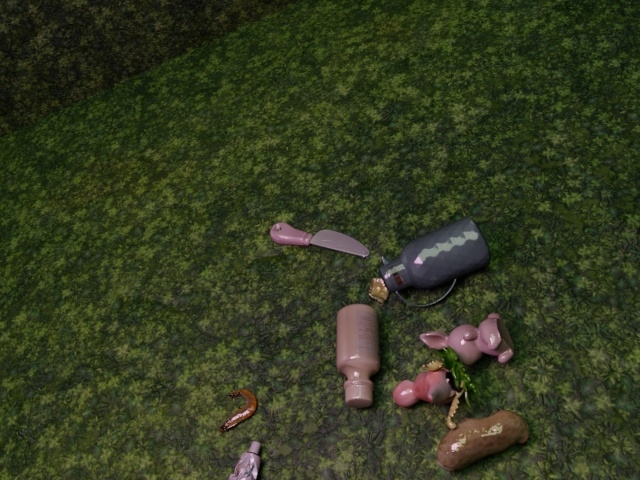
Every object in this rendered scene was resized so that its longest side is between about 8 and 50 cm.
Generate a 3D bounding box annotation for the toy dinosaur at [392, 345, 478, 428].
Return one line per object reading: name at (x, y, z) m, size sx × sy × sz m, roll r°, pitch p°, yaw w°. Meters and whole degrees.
toy dinosaur at (0.248, 0.329, 1.320) m, size 0.177 × 0.152 × 0.194 m, roll -30°, pitch 12°, yaw -1°

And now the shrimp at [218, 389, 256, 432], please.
shrimp at (-0.226, 0.449, 1.507) m, size 0.127 × 0.025 × 0.091 m, roll -42°, pitch 51°, yaw -18°

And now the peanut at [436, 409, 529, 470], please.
peanut at (0.352, 0.437, 1.258) m, size 0.213 × 0.100 × 0.100 m, roll -19°, pitch 50°, yaw 6°

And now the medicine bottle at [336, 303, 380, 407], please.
medicine bottle at (0.096, 0.292, 1.448) m, size 0.114 × 0.114 × 0.253 m, roll -9°, pitch 52°, yaw 14°

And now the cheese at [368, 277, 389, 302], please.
cheese at (0.159, 0.145, 1.585) m, size 0.060 × 0.042 × 0.084 m, roll 8°, pitch 42°, yaw 16°

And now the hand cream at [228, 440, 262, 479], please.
hand cream at (-0.193, 0.608, 1.363) m, size 0.083 × 0.050 × 0.257 m, roll 9°, pitch 61°, yaw 22°

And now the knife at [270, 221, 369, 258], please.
knife at (0.001, -0.002, 1.769) m, size 0.335 × 0.043 × 0.081 m, roll 12°, pitch 53°, yaw 20°

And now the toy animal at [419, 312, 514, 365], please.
toy animal at (0.355, 0.256, 1.395) m, size 0.212 × 0.124 × 0.124 m, roll -21°, pitch 46°, yaw 32°

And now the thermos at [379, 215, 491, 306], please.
thermos at (0.305, 0.067, 1.536) m, size 0.286 × 0.145 × 0.182 m, roll -25°, pitch 83°, yaw 4°
